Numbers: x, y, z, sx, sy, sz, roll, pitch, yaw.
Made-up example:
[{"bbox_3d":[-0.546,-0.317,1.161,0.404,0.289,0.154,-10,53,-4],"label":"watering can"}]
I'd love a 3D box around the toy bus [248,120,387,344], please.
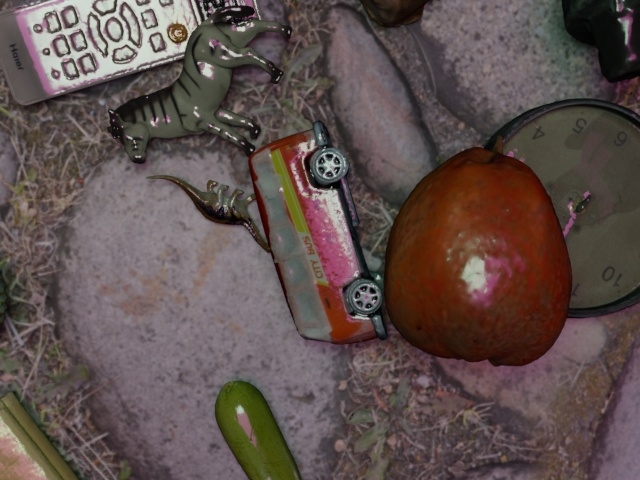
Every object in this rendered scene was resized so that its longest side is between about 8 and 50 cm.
[{"bbox_3d":[0.000,0.000,0.932,0.120,0.121,0.265,-16,92,5],"label":"toy bus"}]

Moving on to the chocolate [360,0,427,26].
[{"bbox_3d":[0.080,-0.376,0.942,0.148,0.093,0.214,-38,93,-1],"label":"chocolate"}]

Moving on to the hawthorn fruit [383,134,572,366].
[{"bbox_3d":[0.171,0.003,0.857,0.210,0.210,0.262,6,83,-4],"label":"hawthorn fruit"}]

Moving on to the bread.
[{"bbox_3d":[-0.371,0.292,0.933,0.139,0.060,0.178,-39,93,-3],"label":"bread"}]

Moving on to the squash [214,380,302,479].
[{"bbox_3d":[-0.070,0.263,0.952,0.066,0.066,0.201,-24,95,-3],"label":"squash"}]

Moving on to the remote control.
[{"bbox_3d":[-0.231,-0.257,0.945,0.313,0.055,0.109,-18,101,-7],"label":"remote control"}]

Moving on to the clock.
[{"bbox_3d":[0.321,-0.039,0.978,0.280,0.055,0.280,0,90,-4],"label":"clock"}]

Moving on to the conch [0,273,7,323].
[{"bbox_3d":[-0.428,0.063,0.909,0.135,0.102,0.153,-8,69,13],"label":"conch"}]

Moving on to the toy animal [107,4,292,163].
[{"bbox_3d":[-0.144,-0.182,0.928,0.176,0.073,0.217,21,105,-10],"label":"toy animal"}]

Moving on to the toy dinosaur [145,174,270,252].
[{"bbox_3d":[-0.121,-0.050,0.959,0.180,0.037,0.058,30,84,-4],"label":"toy dinosaur"}]

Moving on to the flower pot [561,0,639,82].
[{"bbox_3d":[0.400,-0.324,0.862,0.299,0.299,0.283,-7,87,-4],"label":"flower pot"}]
